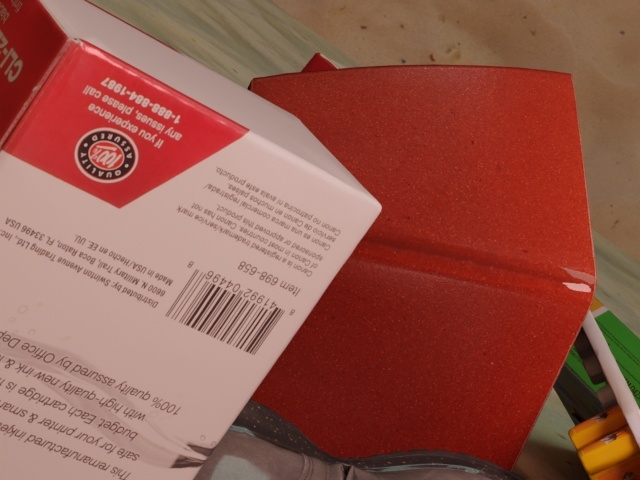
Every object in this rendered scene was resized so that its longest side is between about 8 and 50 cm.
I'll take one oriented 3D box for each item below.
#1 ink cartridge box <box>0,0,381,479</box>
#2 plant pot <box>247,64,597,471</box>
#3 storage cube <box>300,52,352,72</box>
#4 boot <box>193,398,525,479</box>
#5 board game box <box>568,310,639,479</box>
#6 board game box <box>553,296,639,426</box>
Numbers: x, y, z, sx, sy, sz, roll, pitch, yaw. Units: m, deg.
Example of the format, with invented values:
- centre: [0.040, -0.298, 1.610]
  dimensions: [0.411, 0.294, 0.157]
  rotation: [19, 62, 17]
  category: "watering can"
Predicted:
- centre: [-0.134, 0.033, 0.953]
  dimensions: [0.197, 0.273, 0.114]
  rotation: [27, 12, -35]
  category: "ink cartridge box"
- centre: [0.035, 0.024, 1.373]
  dimensions: [0.236, 0.267, 0.267]
  rotation: [14, 37, -8]
  category: "plant pot"
- centre: [0.041, -0.038, 1.816]
  dimensions: [0.215, 0.193, 0.184]
  rotation: [45, 15, 28]
  category: "storage cube"
- centre: [0.041, 0.221, 1.143]
  dimensions: [0.338, 0.118, 0.222]
  rotation: [16, 24, -25]
  category: "boot"
- centre: [0.250, 0.222, 1.392]
  dimensions: [0.390, 0.050, 0.390]
  rotation: [-99, 163, -72]
  category: "board game box"
- centre: [0.308, 0.187, 1.764]
  dimensions: [0.242, 0.064, 0.316]
  rotation: [47, -5, 38]
  category: "board game box"
